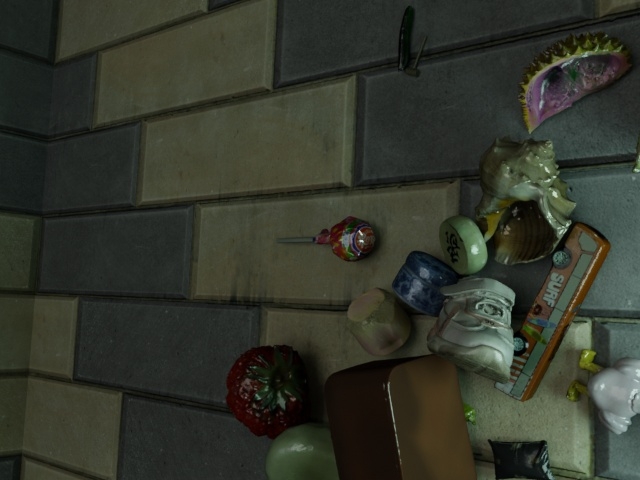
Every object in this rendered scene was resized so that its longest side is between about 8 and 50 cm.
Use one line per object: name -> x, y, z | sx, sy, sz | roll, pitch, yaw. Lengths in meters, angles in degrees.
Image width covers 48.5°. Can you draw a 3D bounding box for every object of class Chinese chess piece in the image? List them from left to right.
Chinese chess piece -> 0.333, 0.011, 1.676 | 0.144, 0.059, 0.144 | 161, 90, -77

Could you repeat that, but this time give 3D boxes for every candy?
candy -> 0.000, 0.000, 1.981 | 0.365, 0.124, 0.124 | -3, 82, 46

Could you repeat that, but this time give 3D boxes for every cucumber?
cucumber -> 0.225, -0.539, 1.904 | 0.036, 0.033, 0.184 | 0, 83, 65

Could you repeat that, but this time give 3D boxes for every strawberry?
strawberry -> -0.152, 0.426, 1.965 | 0.288, 0.239, 0.250 | 129, 148, -57

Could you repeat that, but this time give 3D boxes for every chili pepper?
chili pepper -> 0.291, 0.397, 1.723 | 0.208, 0.043, 0.048 | 4, 121, 45

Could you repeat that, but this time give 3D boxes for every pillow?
pillow -> 0.445, 0.486, 1.575 | 0.150, 0.048, 0.090 | -16, 66, 42

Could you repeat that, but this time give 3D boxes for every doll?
doll -> 0.661, 0.332, 1.386 | 0.365, 0.094, 0.160 | 21, 95, 40

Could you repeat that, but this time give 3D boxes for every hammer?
hammer -> 0.260, -0.489, 1.880 | 0.036, 0.019, 0.110 | 24, 95, 39

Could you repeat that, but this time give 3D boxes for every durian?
durian -> 0.534, -0.378, 1.553 | 0.261, 0.186, 0.153 | -25, 74, 21

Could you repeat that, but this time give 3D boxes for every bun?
bun -> -0.001, 0.573, 1.844 | 0.283, 0.179, 0.283 | 5, 118, 10

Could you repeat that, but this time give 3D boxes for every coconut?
coconut -> 0.151, 0.213, 1.797 | 0.147, 0.152, 0.147 | -26, 30, 16

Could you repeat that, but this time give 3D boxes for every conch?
conch -> 0.456, -0.084, 1.559 | 0.186, 0.324, 0.263 | -19, 57, -11

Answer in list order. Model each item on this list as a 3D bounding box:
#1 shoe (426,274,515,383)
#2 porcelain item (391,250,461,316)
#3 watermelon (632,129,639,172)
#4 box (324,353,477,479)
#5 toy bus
shoe -> 0.335, 0.174, 1.544 | 0.172, 0.351, 0.198 | 23, 92, -4
porcelain item -> 0.259, 0.100, 1.716 | 0.147, 0.147, 0.114 | 40, 107, 36
watermelon -> 0.694, -0.272, 1.422 | 0.128, 0.159, 0.303 | -146, 69, -68
box -> 0.177, 0.446, 1.648 | 0.229, 0.239, 0.339 | -14, 85, 47
toy bus -> 0.500, 0.156, 1.545 | 0.092, 0.093, 0.408 | 30, 105, 30
